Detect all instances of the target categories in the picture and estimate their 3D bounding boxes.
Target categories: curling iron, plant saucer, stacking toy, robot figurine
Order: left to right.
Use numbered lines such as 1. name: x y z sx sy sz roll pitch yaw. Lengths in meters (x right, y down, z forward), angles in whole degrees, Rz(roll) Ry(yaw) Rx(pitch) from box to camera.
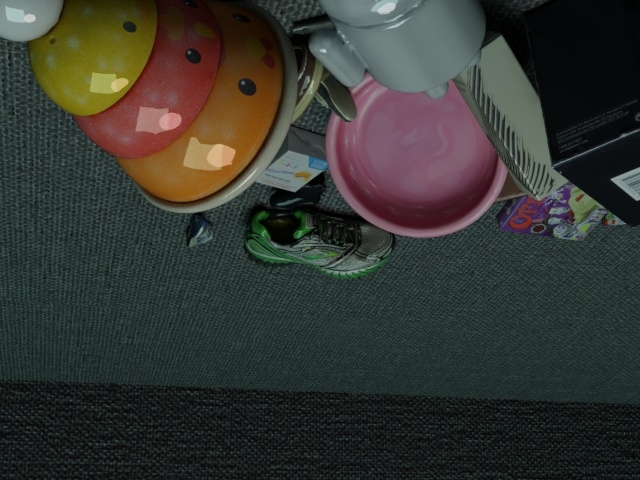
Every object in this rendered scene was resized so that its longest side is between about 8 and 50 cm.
1. stacking toy: -0.293 -0.260 1.519 0.351 0.350 0.480 -18 155 32
2. curling iron: 0.089 -0.359 1.740 0.274 0.035 0.068 -7 154 10
3. robot figurine: 0.114 -0.352 1.548 0.300 0.200 0.353 -46 142 -2
4. plant saucer: 0.177 -0.171 1.917 0.332 0.332 0.084 -11 -163 20

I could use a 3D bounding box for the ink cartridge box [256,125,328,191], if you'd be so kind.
1. ink cartridge box: -0.067 -0.154 2.142 0.104 0.061 0.181 14 151 -30

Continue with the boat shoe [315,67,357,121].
1. boat shoe: 0.011 -0.258 1.864 0.043 0.137 0.049 -41 179 43

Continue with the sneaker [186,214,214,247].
1. sneaker: -0.269 -0.025 2.436 0.058 0.052 0.135 -4 164 -19

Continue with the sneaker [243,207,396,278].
1. sneaker: 0.000 0.000 2.395 0.344 0.134 0.146 1 154 -4

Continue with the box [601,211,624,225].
1. box: 0.676 -0.095 2.345 0.114 0.036 0.207 -7 155 11

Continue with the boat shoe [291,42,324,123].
1. boat shoe: -0.129 -0.255 1.859 0.123 0.123 0.342 16 156 -35

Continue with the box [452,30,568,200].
1. box: 0.315 -0.207 1.763 0.094 0.275 0.113 -35 -165 1

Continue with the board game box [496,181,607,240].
1. board game box: 0.527 -0.127 2.172 0.208 0.056 0.347 10 141 -15

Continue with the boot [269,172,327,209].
1. boot: -0.046 -0.106 2.267 0.121 0.045 0.099 -5 158 -9

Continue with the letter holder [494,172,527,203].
1. letter holder: 0.280 -0.184 2.012 0.302 0.214 0.152 -14 -163 24

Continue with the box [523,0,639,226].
1. box: 0.497 -0.224 1.748 0.183 0.294 0.296 -24 147 32
